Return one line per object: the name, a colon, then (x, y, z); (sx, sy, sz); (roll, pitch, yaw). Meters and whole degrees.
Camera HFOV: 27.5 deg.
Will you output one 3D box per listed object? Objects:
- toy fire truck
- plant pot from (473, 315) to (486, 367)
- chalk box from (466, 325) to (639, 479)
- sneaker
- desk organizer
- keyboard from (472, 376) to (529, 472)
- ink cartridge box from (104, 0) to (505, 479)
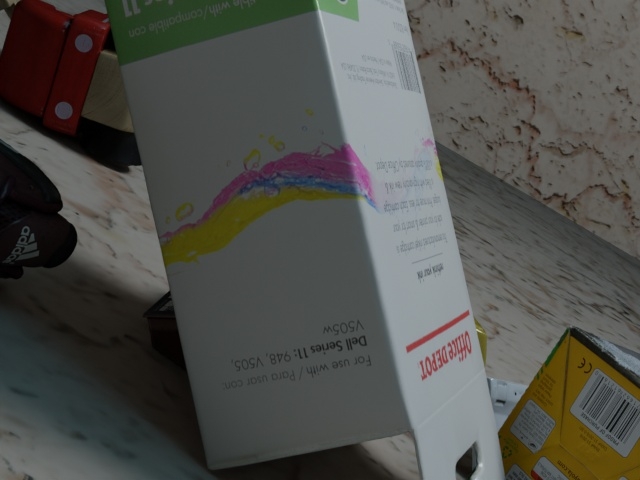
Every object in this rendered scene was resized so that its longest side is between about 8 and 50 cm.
toy fire truck: (-0.238, -0.191, 1.146); (0.246, 0.158, 0.217); (19, 14, -4)
plant pot: (0.072, 0.081, 0.923); (0.082, 0.083, 0.081); (28, 13, -19)
chalk box: (0.230, 0.164, 0.869); (0.213, 0.132, 0.132); (22, 14, -41)
sneaker: (-0.186, -0.016, 0.645); (0.163, 0.106, 0.281); (29, 12, -27)
desk organizer: (-0.060, 0.044, 0.823); (0.047, 0.050, 0.130); (1, 20, 19)
keyboard: (0.184, 0.151, 0.972); (0.014, 0.072, 0.256); (-2, -13, 40)
ink cartridge box: (0.000, 0.000, 0.740); (0.207, 0.119, 0.353); (-10, 88, -72)
